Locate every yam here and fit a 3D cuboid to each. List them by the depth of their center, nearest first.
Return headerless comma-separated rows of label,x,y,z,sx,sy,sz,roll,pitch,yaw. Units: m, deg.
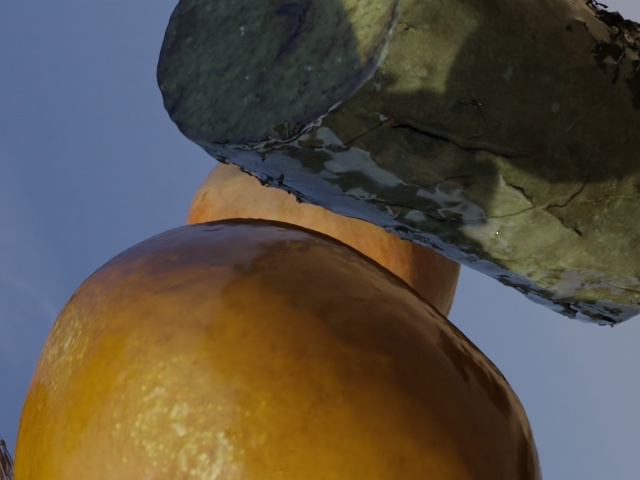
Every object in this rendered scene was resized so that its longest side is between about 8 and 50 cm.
yam,0.069,-0.058,0.739,0.254,0.154,0.154,25,-124,-36

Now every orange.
orange,-0.014,0.072,0.467,0.136,0.159,0.159,-48,-44,-13

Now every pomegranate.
pomegranate,0.000,0.000,1.477,0.229,0.252,0.270,-32,-56,-27

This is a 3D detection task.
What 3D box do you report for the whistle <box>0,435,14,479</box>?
whistle,-0.152,0.163,0.551,0.348,0.189,0.189,60,-152,-11
